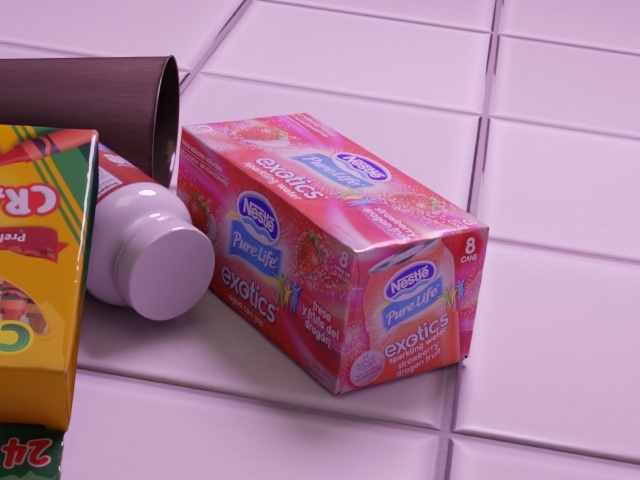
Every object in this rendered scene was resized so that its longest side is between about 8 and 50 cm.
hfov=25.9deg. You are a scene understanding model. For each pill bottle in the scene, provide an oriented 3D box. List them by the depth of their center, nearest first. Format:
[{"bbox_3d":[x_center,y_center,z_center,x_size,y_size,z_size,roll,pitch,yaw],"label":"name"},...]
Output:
[{"bbox_3d":[-0.196,-0.012,1.302,0.121,0.121,0.216,-14,33,-37],"label":"pill bottle"}]

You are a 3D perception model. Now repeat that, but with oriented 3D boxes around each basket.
[{"bbox_3d":[-0.276,-0.124,1.494,0.227,0.154,0.204,3,27,1],"label":"basket"}]

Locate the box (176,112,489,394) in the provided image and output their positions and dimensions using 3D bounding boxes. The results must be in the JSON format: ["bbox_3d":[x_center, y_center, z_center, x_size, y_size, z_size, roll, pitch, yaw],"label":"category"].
[{"bbox_3d":[0.000,0.000,1.298,0.154,0.142,0.300,-10,30,-33],"label":"box"}]

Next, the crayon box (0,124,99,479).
[{"bbox_3d":[-0.287,0.039,1.103,0.202,0.081,0.318,3,48,-6],"label":"crayon box"}]
